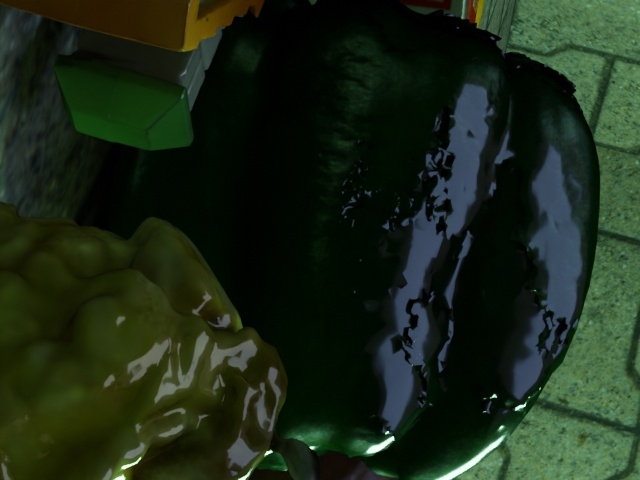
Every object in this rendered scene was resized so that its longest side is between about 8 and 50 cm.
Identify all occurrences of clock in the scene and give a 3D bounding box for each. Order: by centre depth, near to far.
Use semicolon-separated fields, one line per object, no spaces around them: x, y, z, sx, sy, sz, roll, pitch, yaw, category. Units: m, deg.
-0.047;-0.186;0.699;0.220;0.106;0.255;88;19;-64;clock

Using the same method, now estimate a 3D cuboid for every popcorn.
-0.117;0.067;0.610;0.194;0.163;0.140;-43;147;-4;popcorn

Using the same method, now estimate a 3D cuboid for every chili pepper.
0.000;0.000;0.886;0.233;0.248;0.256;21;78;-45;chili pepper

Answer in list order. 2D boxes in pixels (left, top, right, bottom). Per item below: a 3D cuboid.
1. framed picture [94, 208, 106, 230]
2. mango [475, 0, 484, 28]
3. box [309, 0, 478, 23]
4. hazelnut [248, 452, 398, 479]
-0.091;0.009;1.094;0.347;0.016;0.265;-65;168;-51;framed picture
0.083;-0.243;1.469;0.145;0.112;0.219;93;-6;-49;mango
0.051;-0.229;1.147;0.099;0.133;0.182;15;85;-81;box
-0.047;0.168;1.048;0.212;0.181;0.181;131;-47;-59;hazelnut
